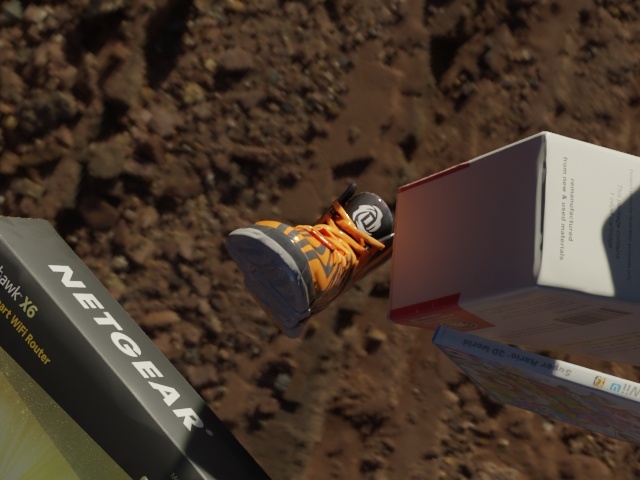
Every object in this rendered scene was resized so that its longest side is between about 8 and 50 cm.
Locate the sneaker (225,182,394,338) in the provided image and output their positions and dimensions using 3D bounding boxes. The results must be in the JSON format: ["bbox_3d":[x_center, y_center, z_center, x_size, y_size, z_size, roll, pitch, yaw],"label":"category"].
[{"bbox_3d":[0.000,0.000,1.535,0.180,0.321,0.125,-40,84,-8],"label":"sneaker"}]

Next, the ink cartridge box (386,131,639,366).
[{"bbox_3d":[0.307,0.026,1.474,0.279,0.384,0.161,-21,61,59],"label":"ink cartridge box"}]

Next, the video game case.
[{"bbox_3d":[0.168,0.104,0.907,0.166,0.119,0.015,15,72,37],"label":"video game case"}]

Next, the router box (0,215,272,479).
[{"bbox_3d":[-0.208,0.171,1.024,0.309,0.081,0.243,45,107,22],"label":"router box"}]
